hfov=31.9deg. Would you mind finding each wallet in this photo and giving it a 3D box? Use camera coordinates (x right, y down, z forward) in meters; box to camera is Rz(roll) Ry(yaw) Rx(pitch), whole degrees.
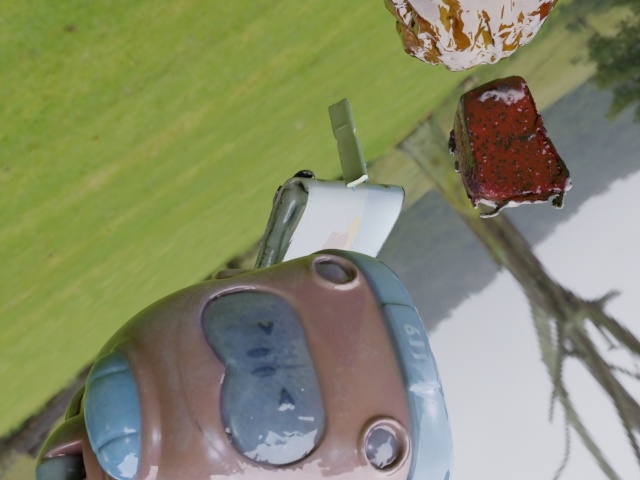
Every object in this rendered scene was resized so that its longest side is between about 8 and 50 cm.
[{"bbox_3d":[0.000,0.000,1.283,0.231,0.069,0.170,2,116,-60],"label":"wallet"}]

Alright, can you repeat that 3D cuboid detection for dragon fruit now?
[{"bbox_3d":[0.182,-0.082,1.143,0.102,0.147,0.096,-8,162,-14],"label":"dragon fruit"}]

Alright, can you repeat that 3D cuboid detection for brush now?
[{"bbox_3d":[0.019,-0.064,0.742,0.016,0.013,0.084,-27,-136,15],"label":"brush"}]

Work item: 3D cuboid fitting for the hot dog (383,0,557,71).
[{"bbox_3d":[0.072,-0.259,0.632,0.174,0.267,0.387,-20,-152,40],"label":"hot dog"}]

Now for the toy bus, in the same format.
[{"bbox_3d":[-0.064,0.137,0.750,0.231,0.197,0.294,4,147,-32],"label":"toy bus"}]
